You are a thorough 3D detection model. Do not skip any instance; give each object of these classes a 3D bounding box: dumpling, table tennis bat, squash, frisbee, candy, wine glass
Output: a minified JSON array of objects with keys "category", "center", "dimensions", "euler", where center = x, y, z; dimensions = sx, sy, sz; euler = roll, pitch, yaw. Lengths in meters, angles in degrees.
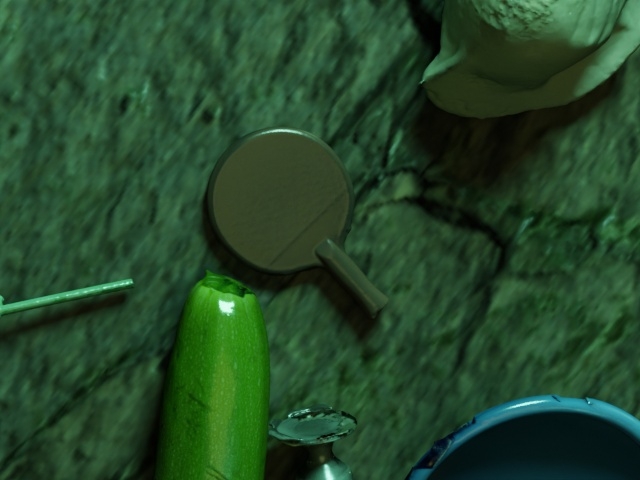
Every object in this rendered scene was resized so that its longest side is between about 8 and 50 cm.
[{"category":"dumpling","center":[0.173,-0.183,1.200],"dimensions":[0.166,0.126,0.216],"euler":[11,95,-31]},{"category":"table tennis bat","center":[0.000,0.000,1.192],"dimensions":[0.107,0.119,0.170],"euler":[-43,105,-2]},{"category":"squash","center":[-0.081,0.170,1.224],"dimensions":[0.082,0.082,0.293],"euler":[3,100,-14]},{"category":"frisbee","center":[0.164,0.223,1.309],"dimensions":[0.242,0.045,0.242],"euler":[-4,114,-10]},{"category":"candy","center":[-0.229,0.051,1.188],"dimensions":[0.201,0.060,0.061],"euler":[-12,104,-18]},{"category":"wine glass","center":[0.005,0.207,1.260],"dimensions":[0.072,0.072,0.155],"euler":[-11,104,-11]}]
